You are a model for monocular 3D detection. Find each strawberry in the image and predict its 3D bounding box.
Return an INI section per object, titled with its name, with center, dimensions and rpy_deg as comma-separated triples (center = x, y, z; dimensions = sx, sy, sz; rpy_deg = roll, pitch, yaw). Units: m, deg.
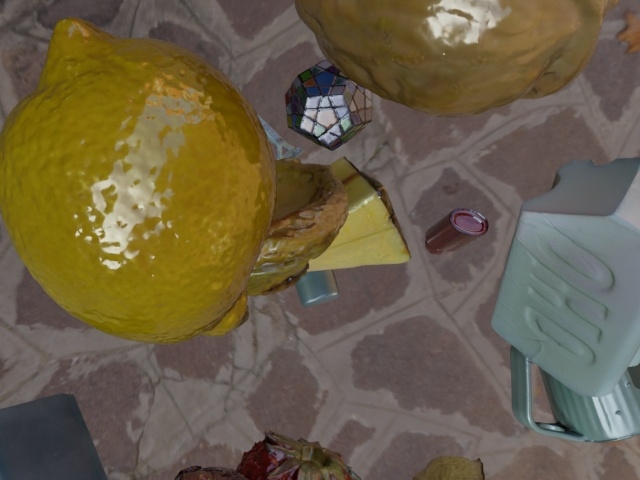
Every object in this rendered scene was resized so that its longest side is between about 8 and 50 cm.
[strawberry]
center = -0.077, 0.603, 1.545
dimensions = 0.292, 0.292, 0.343
rpy_deg = 20, 100, -11

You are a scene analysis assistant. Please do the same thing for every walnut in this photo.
[walnut]
center = 0.104, -0.203, 0.541
dimensions = 0.224, 0.257, 0.257
rpy_deg = -41, 96, -12

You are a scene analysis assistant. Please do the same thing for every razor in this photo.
[razor]
center = -0.170, -0.318, 1.950
dimensions = 0.278, 0.056, 0.111
rpy_deg = 47, 60, -8

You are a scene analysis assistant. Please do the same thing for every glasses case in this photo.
[glasses case]
center = -0.215, 0.249, 0.585
dimensions = 0.105, 0.056, 0.266
rpy_deg = -27, 55, -16

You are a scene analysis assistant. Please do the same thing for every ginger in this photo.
[ginger]
center = 0.198, 0.429, 1.126
dimensions = 0.115, 0.193, 0.122
rpy_deg = 8, 98, 13

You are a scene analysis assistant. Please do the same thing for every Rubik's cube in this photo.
[Rubik's cube]
center = 0.010, -0.164, 0.869
dimensions = 0.111, 0.093, 0.111
rpy_deg = 3, 86, -53

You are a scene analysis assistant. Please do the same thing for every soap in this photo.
[soap]
center = 0.298, 0.041, 0.786
dimensions = 0.095, 0.289, 0.173
rpy_deg = -36, 58, -25

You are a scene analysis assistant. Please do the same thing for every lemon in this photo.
[lemon]
center = -0.118, -0.031, 0.480
dimensions = 0.187, 0.187, 0.244
rpy_deg = -27, 119, -12

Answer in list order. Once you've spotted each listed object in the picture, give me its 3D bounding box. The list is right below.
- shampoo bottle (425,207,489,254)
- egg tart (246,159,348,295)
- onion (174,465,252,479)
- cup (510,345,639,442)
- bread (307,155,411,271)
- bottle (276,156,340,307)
[shampoo bottle]
center = 0.335, -0.016, 1.813
dimensions = 0.102, 0.260, 0.064
rpy_deg = 16, 75, -5
[egg tart]
center = -0.096, -0.013, 0.910
dimensions = 0.294, 0.294, 0.123
rpy_deg = -10, 116, -13
[onion]
center = -0.216, 0.531, 1.252
dimensions = 0.221, 0.281, 0.281
rpy_deg = 33, 79, 30
[cup]
center = 0.679, 0.306, 1.805
dimensions = 0.401, 0.310, 0.392
rpy_deg = -35, 105, -44
[bread]
center = -0.004, 0.001, 1.213
dimensions = 0.264, 0.167, 0.163
rpy_deg = -31, 126, -2
[bottle]
center = -0.038, -0.016, 1.373
dimensions = 0.082, 0.082, 0.286
rpy_deg = -15, 79, -13
